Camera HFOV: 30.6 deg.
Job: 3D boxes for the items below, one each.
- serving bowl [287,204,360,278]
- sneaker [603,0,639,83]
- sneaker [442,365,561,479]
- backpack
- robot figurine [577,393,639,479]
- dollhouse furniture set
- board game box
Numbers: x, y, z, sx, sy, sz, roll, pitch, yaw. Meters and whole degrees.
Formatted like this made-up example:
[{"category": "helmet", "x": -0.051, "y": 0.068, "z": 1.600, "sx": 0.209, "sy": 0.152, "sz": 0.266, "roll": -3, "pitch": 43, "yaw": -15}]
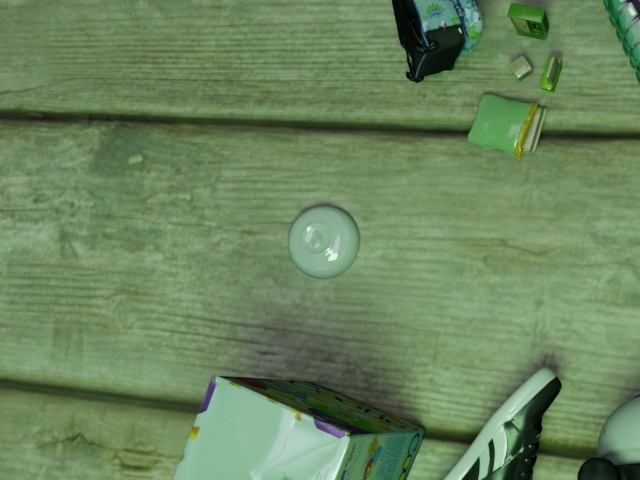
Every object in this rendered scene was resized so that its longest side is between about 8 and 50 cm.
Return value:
[{"category": "serving bowl", "x": 0.000, "y": 0.000, "z": 1.293, "sx": 0.083, "sy": 0.027, "sz": 0.083, "roll": -3, "pitch": 81, "yaw": 19}, {"category": "sneaker", "x": 0.354, "y": -0.222, "z": 1.189, "sx": 0.098, "sy": 0.083, "sz": 0.223, "roll": -22, "pitch": 86, "yaw": 9}, {"category": "sneaker", "x": 0.201, "y": 0.241, "z": 1.170, "sx": 0.121, "sy": 0.079, "sz": 0.217, "roll": 40, "pitch": 103, "yaw": 16}, {"category": "backpack", "x": 0.122, "y": -0.245, "z": 1.253, "sx": 0.084, "sy": 0.105, "sz": 0.114, "roll": -15, "pitch": 76, "yaw": -7}, {"category": "robot figurine", "x": 0.338, "y": 0.269, "z": 1.052, "sx": 0.174, "sy": 0.209, "sz": 0.278, "roll": -7, "pitch": 70, "yaw": 25}, {"category": "dollhouse furniture set", "x": 0.206, "y": -0.167, "z": 1.234, "sx": 0.076, "sy": 0.058, "sz": 0.151, "roll": 16, "pitch": 87, "yaw": 20}, {"category": "board game box", "x": -0.017, "y": 0.223, "z": 1.133, "sx": 0.142, "sy": 0.275, "sz": 0.144, "roll": 21, "pitch": 89, "yaw": 20}]
